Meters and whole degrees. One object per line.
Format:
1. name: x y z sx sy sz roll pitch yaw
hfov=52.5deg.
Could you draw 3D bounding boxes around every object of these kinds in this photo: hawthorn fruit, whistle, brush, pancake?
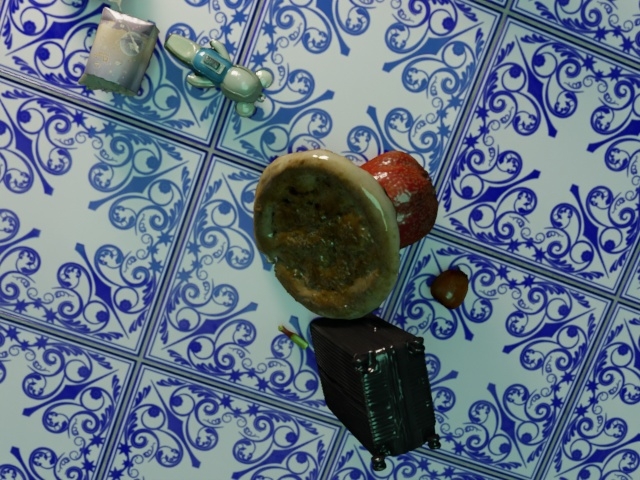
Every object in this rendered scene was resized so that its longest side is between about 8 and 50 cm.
1. hawthorn fruit: 0.119 -0.069 1.362 0.253 0.205 0.205 -22 100 12
2. hawthorn fruit: 0.294 0.103 1.456 0.081 0.081 0.093 37 94 -9
3. whistle: -0.217 -0.353 1.352 0.235 0.077 0.114 31 87 -2
4. brush: -0.063 0.217 1.477 0.083 0.021 0.019 37 96 -14
5. pancake: 0.001 -0.001 1.322 0.382 0.071 0.383 20 126 30

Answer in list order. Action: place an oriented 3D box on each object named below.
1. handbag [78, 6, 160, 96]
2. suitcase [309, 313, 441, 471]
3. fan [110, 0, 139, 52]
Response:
1. handbag: -0.411 -0.374 1.328 0.117 0.095 0.173 20 90 0
2. suitcase: 0.096 0.282 1.337 0.152 0.335 0.230 -13 100 -17
3. fan: -0.420 -0.506 1.292 0.182 0.010 0.310 -27 81 2
